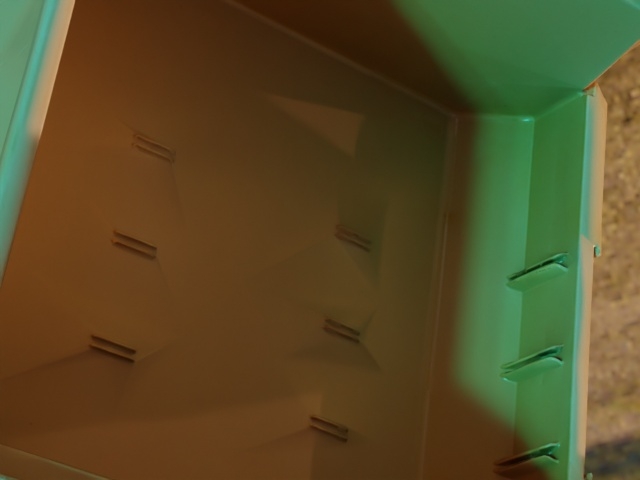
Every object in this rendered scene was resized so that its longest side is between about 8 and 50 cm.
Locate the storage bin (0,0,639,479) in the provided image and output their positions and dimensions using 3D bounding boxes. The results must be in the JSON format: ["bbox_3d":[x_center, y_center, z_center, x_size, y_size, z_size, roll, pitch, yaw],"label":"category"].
[{"bbox_3d":[0.000,0.000,0.502,0.260,0.262,0.123,23,148,-27],"label":"storage bin"}]
